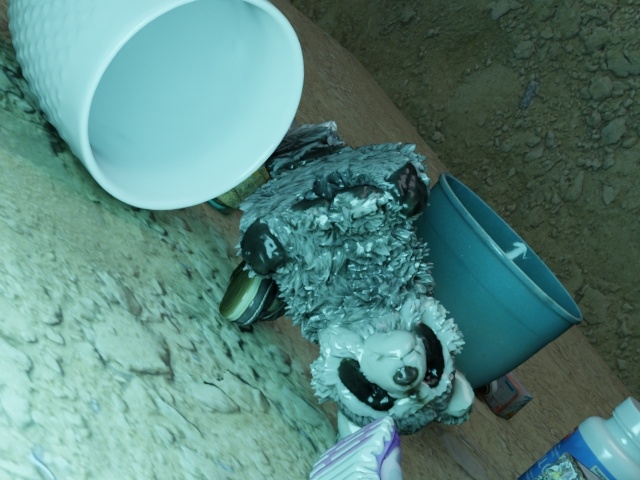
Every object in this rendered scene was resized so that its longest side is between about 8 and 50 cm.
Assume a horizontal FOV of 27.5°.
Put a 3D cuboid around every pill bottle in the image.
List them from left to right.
[{"bbox_3d":[0.371,0.319,1.789,0.124,0.221,0.124,43,12,-12],"label":"pill bottle"}]

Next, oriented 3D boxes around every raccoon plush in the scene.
[{"bbox_3d":[0.066,0.040,1.519,0.446,0.216,0.299,-71,143,-67],"label":"raccoon plush"}]

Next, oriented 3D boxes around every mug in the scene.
[{"bbox_3d":[-0.196,-0.215,1.563,0.328,0.276,0.374,47,2,40],"label":"mug"}]

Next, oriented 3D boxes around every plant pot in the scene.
[{"bbox_3d":[0.169,0.090,1.781,0.271,0.255,0.271,44,13,-12],"label":"plant pot"}]

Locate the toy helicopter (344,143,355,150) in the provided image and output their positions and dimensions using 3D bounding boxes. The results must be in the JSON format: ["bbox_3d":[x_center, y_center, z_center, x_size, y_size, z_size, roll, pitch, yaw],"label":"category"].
[{"bbox_3d":[0.000,0.000,1.907,0.235,0.140,0.355,56,24,6],"label":"toy helicopter"}]

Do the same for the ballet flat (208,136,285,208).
[{"bbox_3d":[-0.102,-0.129,1.920,0.123,0.123,0.348,44,12,-6],"label":"ballet flat"}]

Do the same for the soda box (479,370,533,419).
[{"bbox_3d":[0.276,0.212,2.198,0.063,0.058,0.183,28,22,-54],"label":"soda box"}]

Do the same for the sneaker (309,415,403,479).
[{"bbox_3d":[0.050,0.258,1.270,0.104,0.095,0.236,50,16,-10],"label":"sneaker"}]

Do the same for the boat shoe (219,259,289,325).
[{"bbox_3d":[-0.065,0.058,1.531,0.073,0.080,0.223,39,9,-7],"label":"boat shoe"}]

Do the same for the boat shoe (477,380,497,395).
[{"bbox_3d":[0.234,0.200,2.147,0.040,0.049,0.142,-17,60,-38],"label":"boat shoe"}]

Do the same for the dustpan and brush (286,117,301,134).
[{"bbox_3d":[-0.123,-0.265,2.448,0.211,0.060,0.147,51,10,-8],"label":"dustpan and brush"}]

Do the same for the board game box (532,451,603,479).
[{"bbox_3d":[0.367,0.439,1.579,0.232,0.141,0.291,38,15,-30],"label":"board game box"}]
